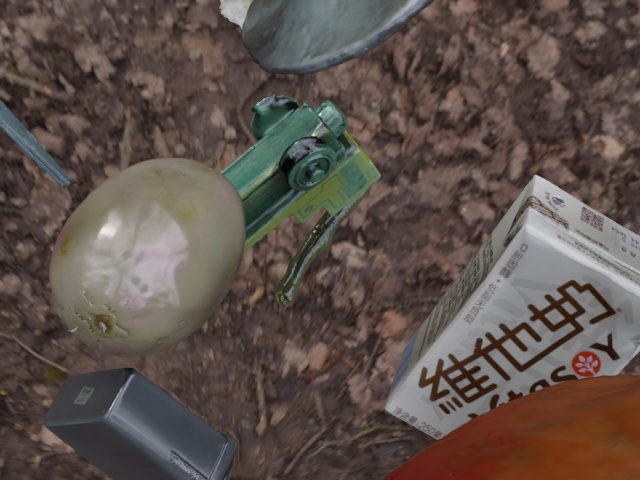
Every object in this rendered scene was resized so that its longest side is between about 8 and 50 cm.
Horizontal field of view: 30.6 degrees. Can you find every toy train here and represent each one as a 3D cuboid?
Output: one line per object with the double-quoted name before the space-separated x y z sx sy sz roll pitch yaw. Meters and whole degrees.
"toy train" -0.097 -0.062 1.800 0.369 0.237 0.150 -39 63 2

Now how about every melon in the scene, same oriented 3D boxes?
"melon" -0.221 0.019 1.523 0.223 0.223 0.317 29 41 3

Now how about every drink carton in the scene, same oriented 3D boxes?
"drink carton" 0.235 0.113 1.352 0.194 0.324 0.132 29 34 -4

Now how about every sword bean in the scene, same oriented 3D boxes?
"sword bean" -0.001 0.000 1.922 0.043 0.038 0.269 24 59 17

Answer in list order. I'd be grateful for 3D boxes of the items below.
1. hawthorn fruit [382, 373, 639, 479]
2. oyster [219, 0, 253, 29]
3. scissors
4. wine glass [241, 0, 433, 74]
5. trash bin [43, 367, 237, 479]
"hawthorn fruit" 0.109 0.200 0.517 0.369 0.285 0.285 -7 77 -24
"oyster" -0.097 -0.403 1.902 0.209 0.072 0.133 38 109 -23
"scissors" -0.567 -0.252 1.921 0.029 0.192 0.447 -32 113 23
"wine glass" -0.082 -0.312 0.753 0.267 0.267 0.406 -50 125 -12
"trash bin" -0.227 0.269 1.551 0.236 0.176 0.101 45 54 -29
